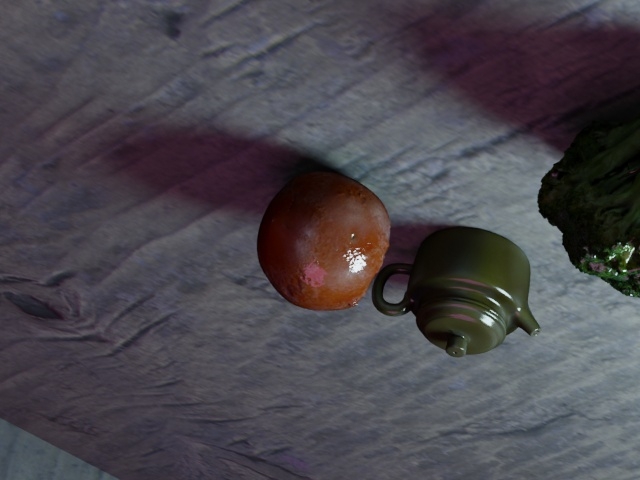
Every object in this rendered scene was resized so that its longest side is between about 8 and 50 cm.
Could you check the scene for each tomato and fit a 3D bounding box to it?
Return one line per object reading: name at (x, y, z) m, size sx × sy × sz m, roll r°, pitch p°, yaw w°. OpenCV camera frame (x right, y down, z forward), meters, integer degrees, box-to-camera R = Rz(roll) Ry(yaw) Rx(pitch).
tomato at (0.000, 0.000, 2.117) m, size 0.184 × 0.208 × 0.208 m, roll 25°, pitch 146°, yaw -6°

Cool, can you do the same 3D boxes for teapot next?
teapot at (0.209, 0.096, 2.203) m, size 0.268 × 0.175 × 0.185 m, roll 7°, pitch 144°, yaw 13°

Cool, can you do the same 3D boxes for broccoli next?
broccoli at (0.443, -0.059, 1.808) m, size 0.304 × 0.321 × 0.283 m, roll 10°, pitch 117°, yaw -9°
